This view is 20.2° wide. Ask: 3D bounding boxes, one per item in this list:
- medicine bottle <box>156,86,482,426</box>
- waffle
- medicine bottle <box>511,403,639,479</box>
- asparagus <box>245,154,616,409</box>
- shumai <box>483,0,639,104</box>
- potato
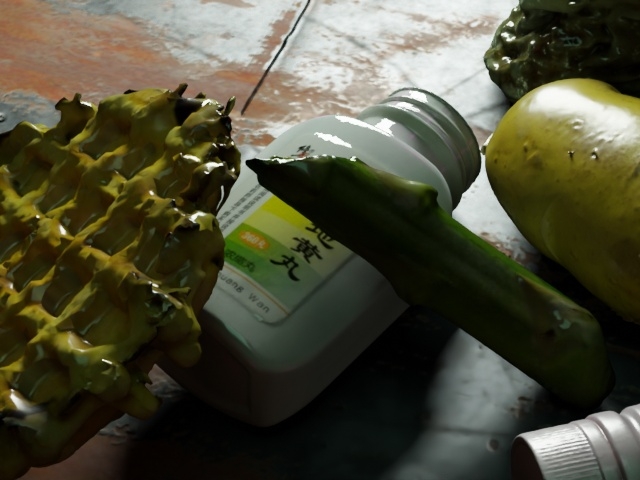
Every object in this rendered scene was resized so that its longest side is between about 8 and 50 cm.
[{"bbox_3d":[0.000,0.000,1.508,0.179,0.124,0.324,31,53,25],"label":"medicine bottle"},{"bbox_3d":[-0.223,0.033,1.412,0.380,0.095,0.382,-17,44,29],"label":"waffle"},{"bbox_3d":[0.274,0.176,1.303,0.250,0.133,0.133,-11,45,-9],"label":"medicine bottle"},{"bbox_3d":[0.091,0.016,1.417,0.343,0.082,0.085,34,59,-8],"label":"asparagus"},{"bbox_3d":[0.277,-0.228,1.662,0.256,0.218,0.189,-18,55,-14],"label":"shumai"},{"bbox_3d":[0.268,-0.031,1.509,0.173,0.140,0.300,-33,45,-17],"label":"potato"}]
